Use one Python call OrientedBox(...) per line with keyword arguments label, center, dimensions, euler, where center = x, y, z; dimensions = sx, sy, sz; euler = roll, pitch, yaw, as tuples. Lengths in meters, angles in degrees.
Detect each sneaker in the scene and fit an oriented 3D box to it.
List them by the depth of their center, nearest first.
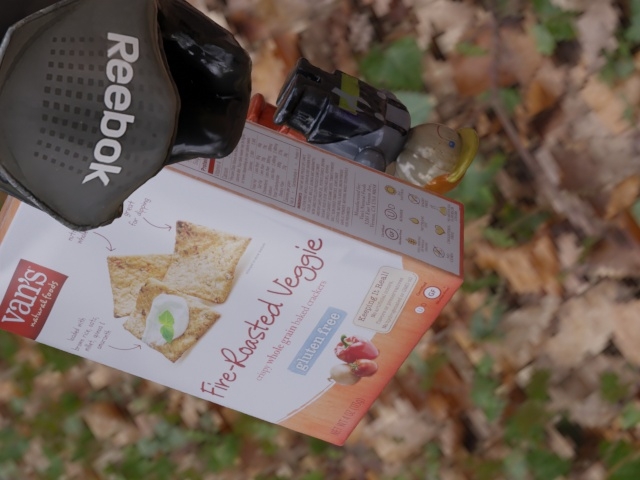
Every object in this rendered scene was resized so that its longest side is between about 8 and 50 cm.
OrientedBox(label="sneaker", center=(-0.092, -0.043, 0.475), dimensions=(0.106, 0.234, 0.078), euler=(19, 104, 25))

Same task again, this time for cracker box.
OrientedBox(label="cracker box", center=(-0.058, 0.011, 1.050), dimensions=(0.232, 0.067, 0.155), euler=(21, 132, -13))

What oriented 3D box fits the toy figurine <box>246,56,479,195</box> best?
OrientedBox(label="toy figurine", center=(0.000, 0.000, 1.284), dimensions=(0.148, 0.213, 0.209), euler=(26, 164, -11))
